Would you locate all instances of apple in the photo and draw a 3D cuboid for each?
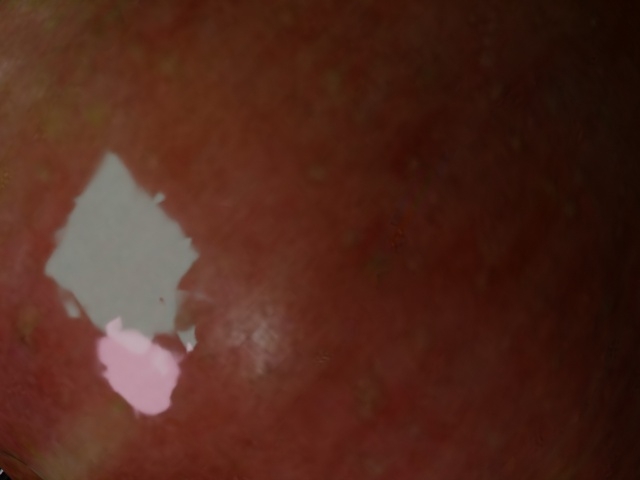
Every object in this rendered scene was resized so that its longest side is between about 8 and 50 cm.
[{"bbox_3d":[0.000,0.000,0.642,0.363,0.364,0.364,-3,86,42],"label":"apple"}]

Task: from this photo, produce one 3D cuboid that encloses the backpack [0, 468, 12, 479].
[{"bbox_3d":[-0.219,0.059,0.990,0.206,0.133,0.258,22,96,49],"label":"backpack"}]
